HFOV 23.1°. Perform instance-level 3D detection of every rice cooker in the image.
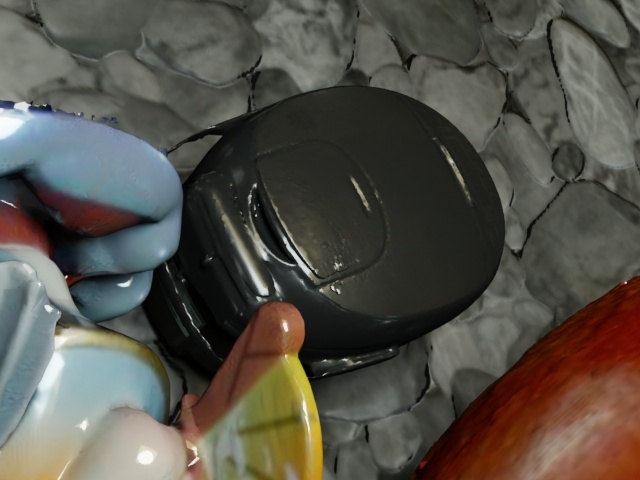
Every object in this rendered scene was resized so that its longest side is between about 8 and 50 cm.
[{"bbox_3d":[-0.001,0.000,0.792,0.203,0.118,0.142,-15,74,-38],"label":"rice cooker"}]

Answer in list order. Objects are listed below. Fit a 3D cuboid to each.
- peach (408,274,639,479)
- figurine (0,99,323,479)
[{"bbox_3d":[0.200,0.159,0.676,0.416,0.353,0.339,-29,42,-28],"label":"peach"},{"bbox_3d":[-0.134,0.147,0.555,0.248,0.277,0.388,22,54,-51],"label":"figurine"}]
